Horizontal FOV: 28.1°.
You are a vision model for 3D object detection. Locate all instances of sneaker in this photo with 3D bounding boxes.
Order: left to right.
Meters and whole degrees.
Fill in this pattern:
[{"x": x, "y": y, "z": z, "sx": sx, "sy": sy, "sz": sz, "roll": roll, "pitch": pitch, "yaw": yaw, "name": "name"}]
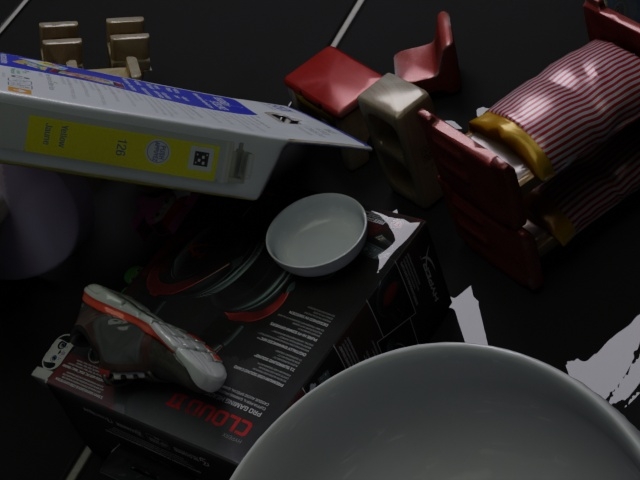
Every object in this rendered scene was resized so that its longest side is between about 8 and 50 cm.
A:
[{"x": -0.135, "y": 0.090, "z": 0.978, "sx": 0.158, "sy": 0.061, "sz": 0.065, "roll": 28, "pitch": 89, "yaw": 41, "name": "sneaker"}]

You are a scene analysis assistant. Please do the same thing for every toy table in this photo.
[{"x": -0.367, "y": -0.010, "z": 1.214, "sx": 0.274, "sy": 0.252, "sz": 0.161, "roll": -14, "pitch": 22, "yaw": 41, "name": "toy table"}]

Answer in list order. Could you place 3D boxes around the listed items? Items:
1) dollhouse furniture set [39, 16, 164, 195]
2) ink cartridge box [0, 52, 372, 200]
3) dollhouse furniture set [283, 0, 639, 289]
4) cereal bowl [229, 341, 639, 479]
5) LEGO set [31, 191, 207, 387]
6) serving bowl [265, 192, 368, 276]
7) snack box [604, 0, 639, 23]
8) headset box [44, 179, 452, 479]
[{"x": -0.284, "y": -0.113, "z": 1.379, "sx": 0.242, "sy": 0.161, "sz": 0.212, "roll": -6, "pitch": 40, "yaw": -15, "name": "dollhouse furniture set"}, {"x": -0.145, "y": -0.098, "z": 1.123, "sx": 0.307, "sy": 0.072, "sz": 0.303, "roll": 11, "pitch": 9, "yaw": -16, "name": "ink cartridge box"}, {"x": 0.136, "y": -0.137, "z": 1.175, "sx": 0.201, "sy": 0.152, "sz": 0.374, "roll": -36, "pitch": 44, "yaw": -15, "name": "dollhouse furniture set"}, {"x": 0.087, "y": 0.240, "z": 0.782, "sx": 0.339, "sy": 0.141, "sz": 0.339, "roll": -16, "pitch": 58, "yaw": 28, "name": "cereal bowl"}, {"x": -0.180, "y": 0.060, "z": 1.164, "sx": 0.093, "sy": 0.087, "sz": 0.227, "roll": 12, "pitch": 58, "yaw": 36, "name": "LEGO set"}, {"x": 0.000, "y": 0.000, "z": 1.021, "sx": 0.083, "sy": 0.027, "sz": 0.083, "roll": -12, "pitch": 43, "yaw": 11, "name": "serving bowl"}, {"x": 0.287, "y": -0.333, "z": 1.296, "sx": 0.070, "sy": 0.174, "sz": 0.207, "roll": -14, "pitch": 42, "yaw": 5, "name": "snack box"}, {"x": -0.062, "y": 0.094, "z": 1.054, "sx": 0.218, "sy": 0.110, "sz": 0.293, "roll": 17, "pitch": 55, "yaw": 35, "name": "headset box"}]
